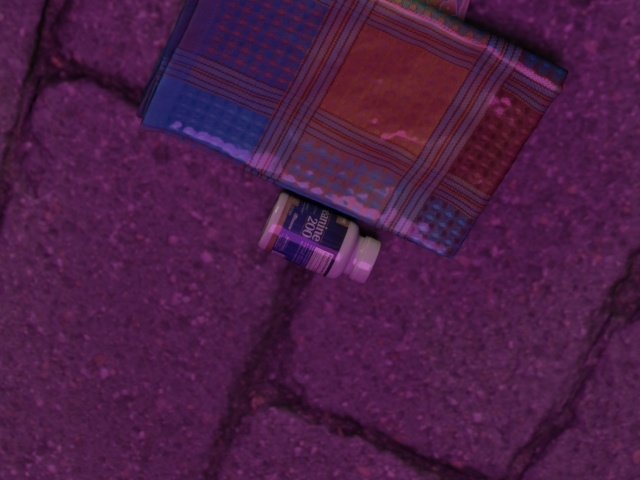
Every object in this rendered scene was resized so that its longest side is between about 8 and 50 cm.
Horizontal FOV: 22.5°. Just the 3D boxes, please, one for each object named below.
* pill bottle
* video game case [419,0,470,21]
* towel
[{"bbox_3d":[0.000,0.000,1.700,0.120,0.067,0.067,23,122,-5],"label":"pill bottle"},{"bbox_3d":[0.046,-0.297,1.533,0.227,0.026,0.206,16,123,0],"label":"video game case"},{"bbox_3d":[0.022,-0.143,1.605,0.370,0.040,0.271,24,130,-6],"label":"towel"}]
